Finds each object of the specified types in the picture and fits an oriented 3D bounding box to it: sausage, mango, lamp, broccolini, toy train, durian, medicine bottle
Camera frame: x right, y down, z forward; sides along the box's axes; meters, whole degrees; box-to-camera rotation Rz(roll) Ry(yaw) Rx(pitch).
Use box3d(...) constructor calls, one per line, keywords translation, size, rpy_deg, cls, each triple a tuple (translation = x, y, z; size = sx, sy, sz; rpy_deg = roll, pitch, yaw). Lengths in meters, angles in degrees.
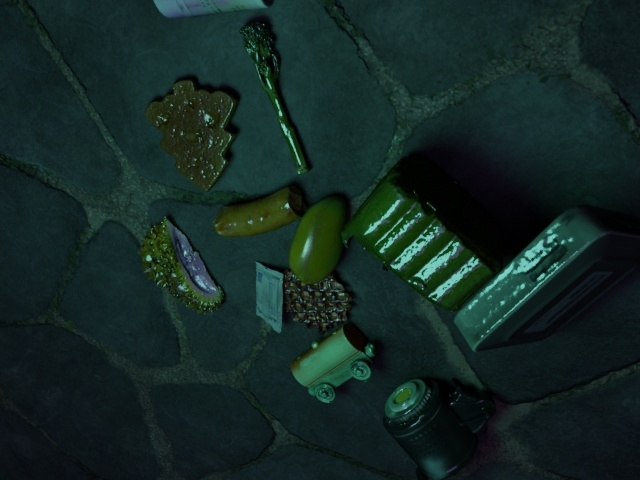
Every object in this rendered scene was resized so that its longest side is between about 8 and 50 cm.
box3d(translation=(-0.170, -0.071, 1.573), size=(0.270, 0.109, 0.109), rpy_deg=(-13, 112, 22), cls="sausage")
box3d(translation=(0.000, 0.000, 1.531), size=(0.156, 0.114, 0.251), rpy_deg=(4, 117, -33), cls="mango")
box3d(translation=(0.308, 0.550, 1.685), size=(0.272, 0.205, 0.374), rpy_deg=(32, 105, -6), cls="lamp")
box3d(translation=(-0.102, -0.342, 1.423), size=(0.078, 0.074, 0.392), rpy_deg=(-11, 111, 29), cls="broccolini")
box3d(translation=(0.038, 0.366, 1.727), size=(0.177, 0.116, 0.285), rpy_deg=(45, 120, -8), cls="toy train")
box3d(translation=(-0.445, 0.106, 1.742), size=(0.191, 0.112, 0.341), rpy_deg=(-22, 110, 24), cls="durian")
box3d(translation=(-0.242, -0.591, 1.294), size=(0.253, 0.152, 0.152), rpy_deg=(1, 117, 16), cls="medicine bottle")

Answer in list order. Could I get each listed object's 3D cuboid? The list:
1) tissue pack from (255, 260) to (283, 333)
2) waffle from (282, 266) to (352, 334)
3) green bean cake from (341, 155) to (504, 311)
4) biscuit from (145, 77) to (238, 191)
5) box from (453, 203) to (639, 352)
box3d(translation=(-0.154, 0.167, 1.700), size=(0.122, 0.026, 0.193), rpy_deg=(23, 120, 40), cls="tissue pack")
box3d(translation=(-0.020, 0.167, 1.679), size=(0.234, 0.055, 0.221), rpy_deg=(35, 123, 3), cls="waffle")
box3d(translation=(0.244, -0.015, 1.338), size=(0.319, 0.335, 0.218), rpy_deg=(40, 120, 0), cls="green bean cake")
box3d(translation=(-0.335, -0.278, 1.537), size=(0.278, 0.043, 0.302), rpy_deg=(1, 110, 18), cls="biscuit")
box3d(translation=(0.542, 0.097, 1.302), size=(0.396, 0.396, 0.111), rpy_deg=(-52, 53, 32), cls="box")
